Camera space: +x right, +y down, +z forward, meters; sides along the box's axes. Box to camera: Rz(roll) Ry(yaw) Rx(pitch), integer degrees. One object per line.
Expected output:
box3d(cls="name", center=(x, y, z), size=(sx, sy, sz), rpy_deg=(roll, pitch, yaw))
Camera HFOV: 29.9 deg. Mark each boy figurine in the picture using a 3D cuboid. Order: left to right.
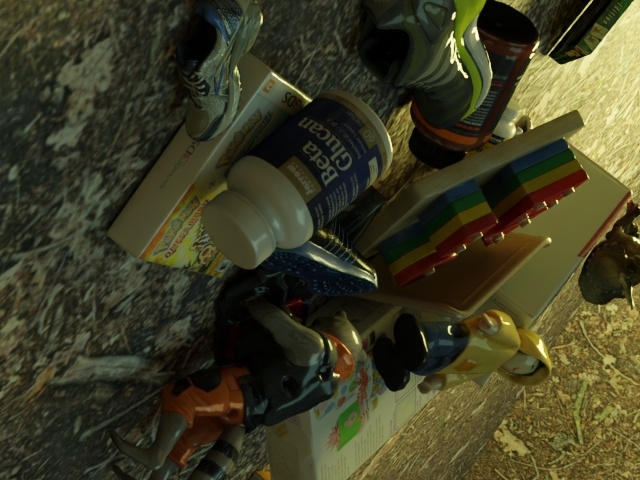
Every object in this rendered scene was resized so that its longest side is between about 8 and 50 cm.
box3d(cls="boy figurine", center=(0.206, 0.162, 1.677), size=(0.285, 0.092, 0.177), rpy_deg=(8, 136, -38))

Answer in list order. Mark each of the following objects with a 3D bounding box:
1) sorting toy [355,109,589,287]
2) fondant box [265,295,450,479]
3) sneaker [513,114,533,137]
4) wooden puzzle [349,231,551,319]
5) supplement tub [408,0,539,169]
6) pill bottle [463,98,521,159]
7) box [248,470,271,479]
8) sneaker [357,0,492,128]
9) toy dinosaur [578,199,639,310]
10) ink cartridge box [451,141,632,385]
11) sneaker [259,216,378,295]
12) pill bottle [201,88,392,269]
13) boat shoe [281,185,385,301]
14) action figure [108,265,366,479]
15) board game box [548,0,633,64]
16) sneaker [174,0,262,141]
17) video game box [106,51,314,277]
box3d(cls="sorting toy", center=(0.193, -0.037, 1.525), size=(0.257, 0.089, 0.255), rpy_deg=(-25, 171, -24))
box3d(cls="fondant box", center=(0.059, 0.186, 1.724), size=(0.330, 0.096, 0.238), rpy_deg=(-37, 137, -39))
box3d(cls="sneaker", center=(0.270, -0.136, 1.808), size=(0.161, 0.057, 0.075), rpy_deg=(-35, 138, -37))
box3d(cls="wooden puzzle", center=(0.168, 0.041, 1.651), size=(0.239, 0.221, 0.044), rpy_deg=(-32, 120, -40))
box3d(cls="supplement tub", center=(0.171, -0.178, 1.405), size=(0.106, 0.106, 0.198), rpy_deg=(-29, 151, -48))
box3d(cls="pill bottle", center=(0.230, -0.145, 1.663), size=(0.065, 0.065, 0.116), rpy_deg=(-22, 144, -56))
box3d(cls="box", center=(-0.103, 0.421, 1.986), size=(0.081, 0.028, 0.136), rpy_deg=(-52, 164, 0))
box3d(cls="sneaker", center=(0.097, -0.199, 1.234), size=(0.121, 0.111, 0.300), rpy_deg=(-38, 153, -9))
box3d(cls="toy dinosaur", center=(0.461, 0.040, 1.896), size=(0.160, 0.121, 0.313), rpy_deg=(-39, 173, -13))
box3d(cls="ink cartridge box", center=(0.317, 0.045, 1.955), size=(0.279, 0.160, 0.384), rpy_deg=(-49, 170, -20))
box3d(cls="sneaker", center=(0.000, 0.000, 1.313), size=(0.232, 0.081, 0.090), rpy_deg=(32, 52, -62))
box3d(cls="pill bottle", center=(-0.023, -0.052, 1.063), size=(0.169, 0.094, 0.094), rpy_deg=(-42, 159, -26))
box3d(cls="boat shoe", center=(0.006, 0.019, 1.430), size=(0.080, 0.073, 0.223), rpy_deg=(-22, 145, -56))
box3d(cls="action figure", center=(-0.084, 0.201, 1.414), size=(0.330, 0.178, 0.341), rpy_deg=(-33, 152, -20))
box3d(cls="board game box", center=(0.435, -0.364, 1.715), size=(0.259, 0.030, 0.136), rpy_deg=(-51, -176, -2))
box3d(cls="sneaker", center=(-0.095, -0.140, 0.966), size=(0.058, 0.052, 0.135), rpy_deg=(-17, 135, -43))
box3d(cls="video game box", center=(-0.085, -0.065, 1.116), size=(0.205, 0.048, 0.187), rpy_deg=(-54, 158, 6))
